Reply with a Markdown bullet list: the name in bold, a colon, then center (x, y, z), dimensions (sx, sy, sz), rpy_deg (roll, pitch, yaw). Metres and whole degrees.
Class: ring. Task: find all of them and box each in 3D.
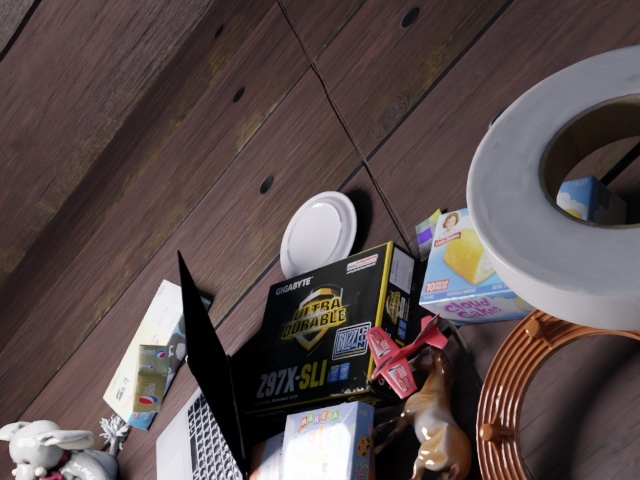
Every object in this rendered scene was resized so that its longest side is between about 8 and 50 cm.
- **ring**: center (0.304, 0.208, 0.867), dimensions (0.336, 0.032, 0.337), rpy_deg (-24, 57, 43)

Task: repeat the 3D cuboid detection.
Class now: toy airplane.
- **toy airplane**: center (0.121, 0.159, 1.139), dimensions (0.151, 0.028, 0.151), rpy_deg (-29, 41, 28)

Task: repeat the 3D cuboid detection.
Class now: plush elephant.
- **plush elephant**: center (-0.580, 0.505, 1.726), dimensions (0.272, 0.255, 0.330), rpy_deg (-18, 50, 48)

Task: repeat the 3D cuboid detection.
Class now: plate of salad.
- **plate of salad**: center (0.000, 0.000, 1.528), dimensions (0.200, 0.048, 0.200), rpy_deg (-23, 55, 37)

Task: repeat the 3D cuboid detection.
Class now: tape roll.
- **tape roll**: center (0.365, -0.077, 0.916), dimensions (0.392, 0.072, 0.392), rpy_deg (-18, 45, 18)

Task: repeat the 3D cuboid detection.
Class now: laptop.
- **laptop**: center (-0.268, 0.306, 1.433), dimensions (0.408, 0.236, 0.382), rpy_deg (-51, 25, 14)

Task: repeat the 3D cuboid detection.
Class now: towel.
- **towel**: center (0.183, -0.009, 1.307), dimensions (0.060, 0.009, 0.083), rpy_deg (-37, 38, 34)

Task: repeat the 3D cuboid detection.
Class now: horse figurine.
- **horse figurine**: center (0.138, 0.274, 1.069), dimensions (0.174, 0.066, 0.263), rpy_deg (-41, 27, 14)

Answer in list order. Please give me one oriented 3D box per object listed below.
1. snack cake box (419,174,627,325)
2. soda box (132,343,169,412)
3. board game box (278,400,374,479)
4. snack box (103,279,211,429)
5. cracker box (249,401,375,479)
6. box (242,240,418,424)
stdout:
- **snack cake box**: center (0.271, 0.022, 1.079), dimensions (0.264, 0.089, 0.152), rpy_deg (-16, 53, 49)
- **soda box**: center (-0.329, 0.268, 1.527), dimensions (0.181, 0.058, 0.061), rpy_deg (112, 157, -52)
- **board game box**: center (0.001, 0.343, 1.114), dimensions (0.160, 0.039, 0.211), rpy_deg (-23, 49, 44)
- **snack box**: center (-0.384, 0.259, 1.844), dimensions (0.187, 0.060, 0.322), rpy_deg (14, 76, 58)
- **cracker box**: center (-0.018, 0.365, 1.222), dimensions (0.232, 0.067, 0.156), rpy_deg (-34, 40, 35)
- **box**: center (0.013, 0.165, 1.341), dimensions (0.322, 0.079, 0.257), rpy_deg (-21, 49, 45)
